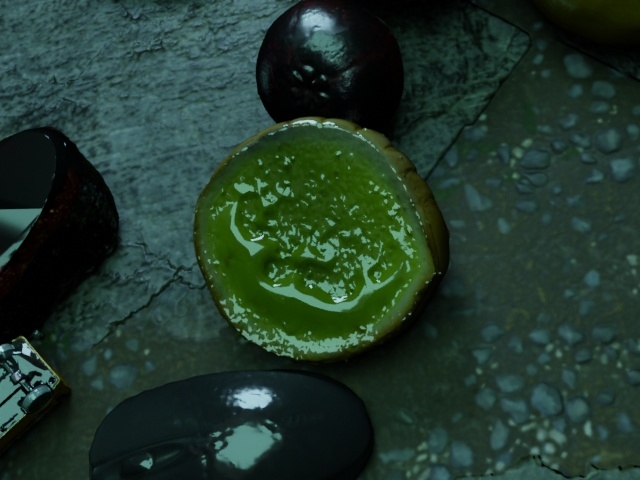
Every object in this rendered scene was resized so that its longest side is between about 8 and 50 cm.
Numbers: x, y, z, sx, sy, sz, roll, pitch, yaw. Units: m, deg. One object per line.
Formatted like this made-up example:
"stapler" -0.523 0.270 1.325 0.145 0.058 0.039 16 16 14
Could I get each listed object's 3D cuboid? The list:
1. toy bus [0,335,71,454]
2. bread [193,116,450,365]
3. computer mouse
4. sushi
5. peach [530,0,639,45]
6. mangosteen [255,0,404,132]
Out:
"toy bus" -0.319 0.171 1.053 0.162 0.074 0.069 -42 73 -9
"bread" 0.000 0.000 1.015 0.236 0.070 0.236 0 92 10
"computer mouse" -0.090 0.187 0.991 0.269 0.086 0.138 -14 65 7
"sushi" -0.303 -0.002 1.099 0.136 0.126 0.225 34 84 21
"peach" 0.305 -0.307 1.081 0.251 0.153 0.251 -2 71 5
"mangosteen" 0.012 -0.167 1.094 0.152 0.152 0.153 -4 67 10
